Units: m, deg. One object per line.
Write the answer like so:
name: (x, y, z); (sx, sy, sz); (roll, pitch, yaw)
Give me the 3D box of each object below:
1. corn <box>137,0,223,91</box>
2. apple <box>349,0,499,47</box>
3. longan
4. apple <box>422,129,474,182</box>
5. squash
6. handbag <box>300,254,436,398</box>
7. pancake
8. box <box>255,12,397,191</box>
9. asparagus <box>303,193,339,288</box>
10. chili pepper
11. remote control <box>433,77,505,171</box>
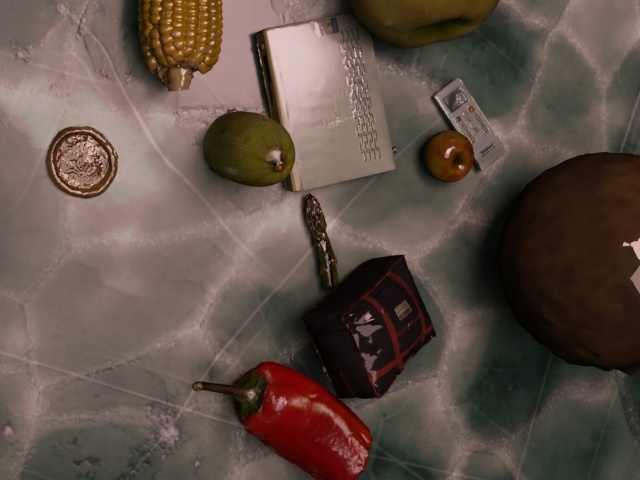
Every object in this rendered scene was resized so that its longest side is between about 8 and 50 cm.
corn: (-0.210, -0.397, 1.599); (0.130, 0.130, 0.347); (1, 92, -21)
apple: (0.163, -0.439, 1.669); (0.279, 0.279, 0.279); (-2, 95, -21)
longan: (0.492, 0.040, 1.782); (0.391, 0.391, 0.391); (-2, 95, -21)
apple: (0.219, -0.143, 1.813); (0.089, 0.074, 0.090); (-3, 98, -21)
squash: (-0.102, -0.135, 1.637); (0.123, 0.186, 0.123); (-5, 103, -21)
handbag: (0.085, 0.145, 1.735); (0.215, 0.155, 0.169); (-39, 114, -43)
pancake: (-0.364, -0.121, 1.626); (0.115, 0.011, 0.115); (-3, 97, -22)
box: (0.015, -0.229, 1.743); (0.210, 0.045, 0.270); (-16, 100, -20)
asparagus: (0.000, 0.000, 1.766); (0.036, 0.030, 0.165); (-17, 101, -5)
chili pepper: (-0.071, 0.265, 1.703); (0.338, 0.134, 0.131); (38, 67, -24)
remote control: (0.259, -0.201, 1.849); (0.061, 0.029, 0.162); (-38, 102, -16)
